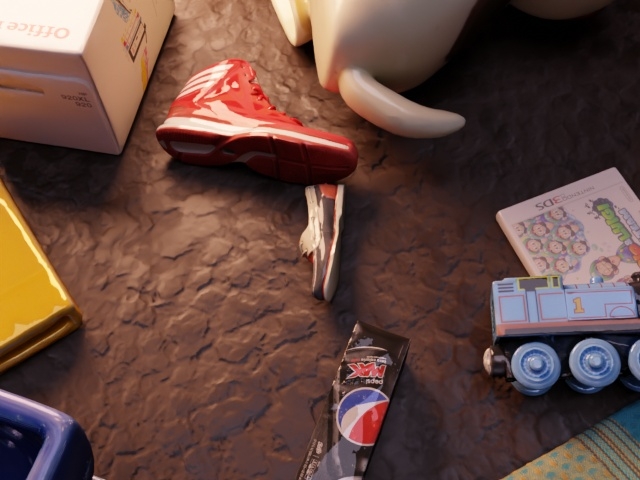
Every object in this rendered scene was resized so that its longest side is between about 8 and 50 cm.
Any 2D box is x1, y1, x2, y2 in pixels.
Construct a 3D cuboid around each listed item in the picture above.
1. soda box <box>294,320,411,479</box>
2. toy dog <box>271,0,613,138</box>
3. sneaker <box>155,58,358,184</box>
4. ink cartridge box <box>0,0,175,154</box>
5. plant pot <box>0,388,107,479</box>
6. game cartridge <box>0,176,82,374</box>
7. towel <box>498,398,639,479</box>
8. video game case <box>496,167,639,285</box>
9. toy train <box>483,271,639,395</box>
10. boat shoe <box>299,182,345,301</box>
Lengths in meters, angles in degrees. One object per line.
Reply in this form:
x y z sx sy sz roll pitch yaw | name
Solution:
0.028 0.161 0.679 0.053 0.060 0.169 18 63 10 | soda box
0.166 -0.330 0.826 0.408 0.284 0.395 -16 62 -9 | toy dog
-0.059 -0.142 0.836 0.221 0.087 0.128 11 63 6 | sneaker
-0.285 -0.243 0.849 0.171 0.168 0.233 8 62 7 | ink cartridge box
-0.297 0.232 0.563 0.236 0.212 0.236 14 62 10 | plant pot
-0.438 0.032 0.775 0.285 0.053 0.324 -32 62 -15 | game cartridge
0.268 0.264 0.592 0.370 0.040 0.271 -26 45 -10 | towel
0.279 0.011 0.778 0.143 0.019 0.157 -20 63 -9 | video game case
0.238 0.082 0.690 0.184 0.080 0.105 -4 73 10 | toy train
0.000 0.000 0.776 0.043 0.049 0.137 2 59 6 | boat shoe
